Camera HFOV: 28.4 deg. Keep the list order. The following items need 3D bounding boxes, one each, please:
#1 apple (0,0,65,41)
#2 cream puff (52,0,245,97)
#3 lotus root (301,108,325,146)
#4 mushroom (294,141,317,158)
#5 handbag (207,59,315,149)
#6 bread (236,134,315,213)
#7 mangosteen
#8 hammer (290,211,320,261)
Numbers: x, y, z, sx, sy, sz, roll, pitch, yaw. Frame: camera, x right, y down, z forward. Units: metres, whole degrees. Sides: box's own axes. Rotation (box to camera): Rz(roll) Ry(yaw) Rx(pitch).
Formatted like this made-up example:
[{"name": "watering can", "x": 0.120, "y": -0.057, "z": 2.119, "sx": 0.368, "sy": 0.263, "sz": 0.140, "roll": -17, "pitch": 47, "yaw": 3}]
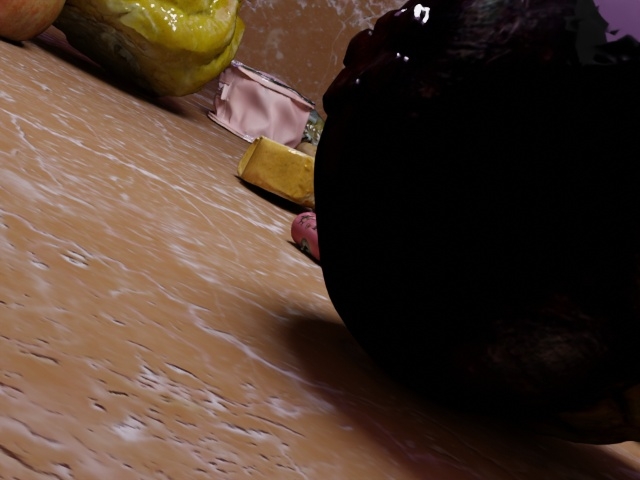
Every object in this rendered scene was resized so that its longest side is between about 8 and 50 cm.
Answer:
[{"name": "apple", "x": -0.439, "y": -0.377, "z": 1.752, "sx": 0.188, "sy": 0.174, "sz": 0.188, "roll": 31, "pitch": 8, "yaw": -5}, {"name": "cream puff", "x": -0.263, "y": -0.391, "z": 1.960, "sx": 0.324, "sy": 0.257, "sz": 0.291, "roll": 32, "pitch": -20, "yaw": 10}, {"name": "lotus root", "x": -0.030, "y": -0.220, "z": 2.526, "sx": 0.113, "sy": 0.088, "sz": 0.192, "roll": 43, "pitch": 4, "yaw": -12}, {"name": "mushroom", "x": 0.049, "y": -0.110, "z": 2.073, "sx": 0.212, "sy": 0.088, "sz": 0.097, "roll": 14, "pitch": 47, "yaw": -42}, {"name": "handbag", "x": -0.103, "y": -0.235, "z": 2.243, "sx": 0.179, "sy": 0.116, "sz": 0.205, "roll": 32, "pitch": 9, "yaw": 31}, {"name": "bread", "x": -0.043, "y": -0.082, "z": 1.624, "sx": 0.122, "sy": 0.073, "sz": 0.149, "roll": 26, "pitch": 3, "yaw": 29}, {"name": "mangosteen", "x": 0.201, "y": -0.018, "z": 0.972, "sx": 0.435, "sy": 0.382, "sz": 0.382, "roll": 36, "pitch": 5, "yaw": -17}, {"name": "hammer", "x": 0.000, "y": 0.000, "z": 1.318, "sx": 0.043, "sy": 0.043, "sz": 0.083, "roll": 22, "pitch": 11, "yaw": -40}]
